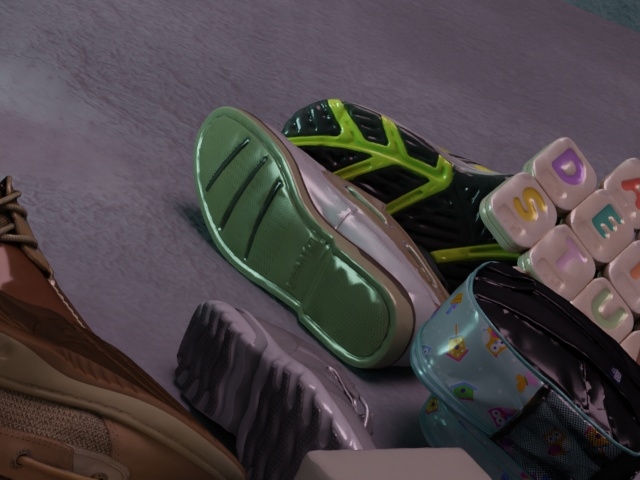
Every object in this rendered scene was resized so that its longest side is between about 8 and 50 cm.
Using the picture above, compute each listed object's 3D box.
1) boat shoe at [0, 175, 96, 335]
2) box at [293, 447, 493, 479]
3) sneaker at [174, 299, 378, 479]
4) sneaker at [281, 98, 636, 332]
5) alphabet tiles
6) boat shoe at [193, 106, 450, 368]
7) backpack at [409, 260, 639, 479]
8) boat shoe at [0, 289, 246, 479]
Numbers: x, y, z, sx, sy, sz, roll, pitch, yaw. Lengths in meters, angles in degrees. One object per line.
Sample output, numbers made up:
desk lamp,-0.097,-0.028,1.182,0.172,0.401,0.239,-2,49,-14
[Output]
boat shoe,-0.260,0.005,1.367,0.324,0.120,0.122,35,23,28
box,0.071,0.237,1.069,0.127,0.148,0.232,5,27,-40
sneaker,0.000,0.126,1.381,0.115,0.105,0.281,12,23,-30
sneaker,0.141,-0.014,1.844,0.385,0.145,0.147,34,4,3
alphabet tiles,0.257,0.051,1.723,0.278,0.021,0.284,-37,92,-42
boat shoe,0.000,0.000,1.703,0.103,0.113,0.302,3,40,-47
backpack,0.155,0.114,1.511,0.188,0.144,0.166,49,24,0
boat shoe,-0.175,0.105,1.187,0.121,0.110,0.341,36,1,42
